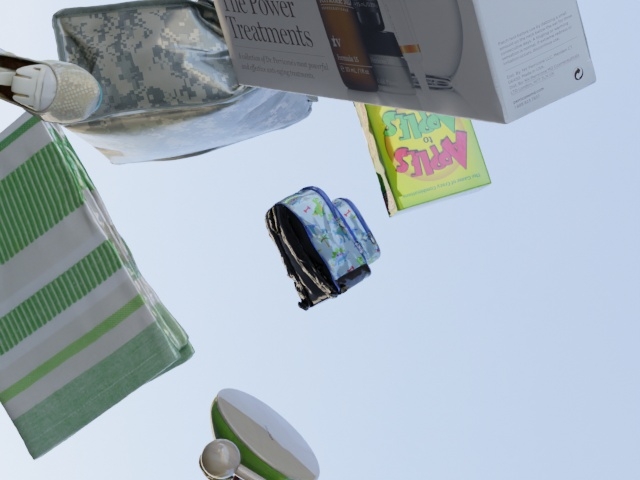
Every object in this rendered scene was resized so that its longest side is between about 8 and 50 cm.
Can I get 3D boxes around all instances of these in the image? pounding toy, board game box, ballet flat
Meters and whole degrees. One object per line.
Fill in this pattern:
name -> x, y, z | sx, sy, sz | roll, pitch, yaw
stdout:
pounding toy -> -0.103, 0.313, 2.474 | 0.110, 0.183, 0.237 | -50, -169, 14
board game box -> 0.082, -0.122, 1.654 | 0.043, 0.092, 0.181 | 141, -68, -76
ballet flat -> -0.267, -0.138, 1.607 | 0.168, 0.052, 0.057 | 15, -79, 37

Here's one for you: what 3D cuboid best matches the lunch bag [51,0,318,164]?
lunch bag -> -0.160, -0.201, 2.230 | 0.235, 0.287, 0.169 | 43, 43, -75

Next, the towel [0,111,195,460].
towel -> -0.307, 0.045, 2.000 | 0.248, 0.038, 0.325 | -34, -97, 24

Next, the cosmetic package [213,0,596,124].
cosmetic package -> 0.025, -0.249, 1.369 | 0.377, 0.097, 0.284 | 14, -56, 57

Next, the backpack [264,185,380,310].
backpack -> 0.000, 0.000, 1.878 | 0.114, 0.084, 0.105 | 59, -25, -1
